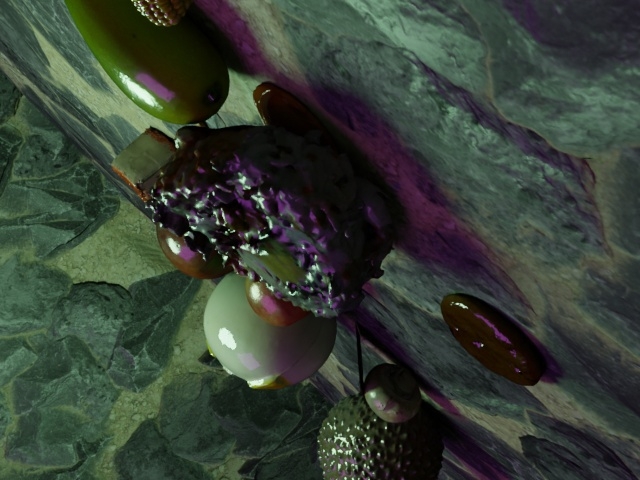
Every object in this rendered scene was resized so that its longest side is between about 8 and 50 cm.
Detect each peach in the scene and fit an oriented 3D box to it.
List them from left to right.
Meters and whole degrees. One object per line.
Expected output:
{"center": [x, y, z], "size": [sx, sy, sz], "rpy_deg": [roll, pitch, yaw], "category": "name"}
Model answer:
{"center": [-0.309, -0.025, 1.933], "size": [0.252, 0.252, 0.252], "rpy_deg": [40, 165, 13], "category": "peach"}

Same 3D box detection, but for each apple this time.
{"center": [-0.073, 0.103, 1.702], "size": [0.164, 0.210, 0.209], "rpy_deg": [61, 163, -8], "category": "apple"}

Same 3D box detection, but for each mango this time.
{"center": [-0.291, -0.325, 1.195], "size": [0.343, 0.156, 0.192], "rpy_deg": [46, 158, 3], "category": "mango"}

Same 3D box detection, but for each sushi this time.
{"center": [-0.074, -0.026, 1.224], "size": [0.418, 0.175, 0.417], "rpy_deg": [24, 152, 13], "category": "sushi"}

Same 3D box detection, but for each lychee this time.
{"center": [0.182, 0.625, 2.168], "size": [0.381, 0.431, 0.380], "rpy_deg": [4, 166, 1], "category": "lychee"}

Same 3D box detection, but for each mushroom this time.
{"center": [0.193, 0.399, 1.954], "size": [0.166, 0.166, 0.127], "rpy_deg": [42, 127, 6], "category": "mushroom"}

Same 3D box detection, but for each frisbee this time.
{"center": [-0.046, -0.172, 1.204], "size": [0.192, 0.035, 0.192], "rpy_deg": [40, 164, 14], "category": "frisbee"}

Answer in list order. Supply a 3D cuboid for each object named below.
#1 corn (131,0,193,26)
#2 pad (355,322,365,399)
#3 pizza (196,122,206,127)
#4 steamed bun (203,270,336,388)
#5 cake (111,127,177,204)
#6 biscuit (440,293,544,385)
{"center": [-0.250, -0.411, 0.939], "size": [0.115, 0.115, 0.317], "rpy_deg": [33, 162, 35], "category": "corn"}
{"center": [0.104, 0.321, 1.976], "size": [0.113, 0.006, 0.187], "rpy_deg": [68, -163, -60], "category": "pad"}
{"center": [-0.268, -0.262, 1.581], "size": [0.083, 0.016, 0.037], "rpy_deg": [48, 164, -31], "category": "pizza"}
{"center": [-0.135, 0.219, 1.956], "size": [0.374, 0.334, 0.334], "rpy_deg": [28, 158, 49], "category": "steamed bun"}
{"center": [-0.447, -0.176, 2.020], "size": [0.160, 0.158, 0.262], "rpy_deg": [43, 167, 21], "category": "cake"}
{"center": [0.288, 0.172, 1.268], "size": [0.212, 0.036, 0.212], "rpy_deg": [41, 164, 14], "category": "biscuit"}
